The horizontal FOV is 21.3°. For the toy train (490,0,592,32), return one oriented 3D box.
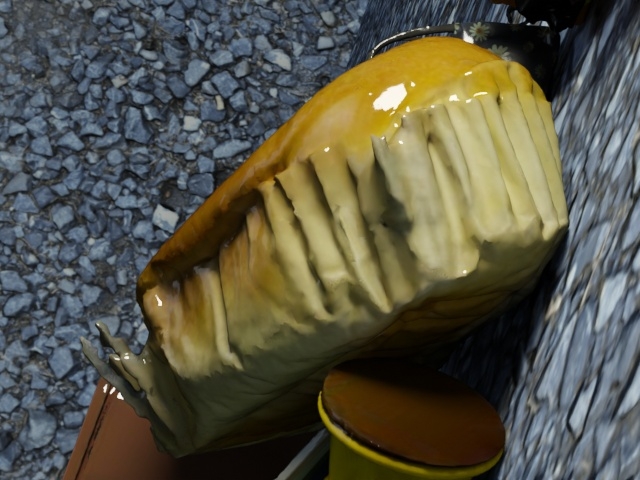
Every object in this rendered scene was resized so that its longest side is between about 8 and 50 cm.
[{"bbox_3d":[0.181,-0.230,1.196,0.127,0.089,0.219,-93,22,-52],"label":"toy train"}]

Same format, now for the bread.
[{"bbox_3d":[0.009,0.012,1.168,0.389,0.236,0.183,-36,68,43],"label":"bread"}]

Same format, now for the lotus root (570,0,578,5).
[{"bbox_3d":[0.187,-0.237,1.059,0.094,0.108,0.190,-40,-28,-36],"label":"lotus root"}]

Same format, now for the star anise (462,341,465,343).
[{"bbox_3d":[0.104,0.015,1.266,0.129,0.056,0.124,150,116,-70],"label":"star anise"}]

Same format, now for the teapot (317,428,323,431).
[{"bbox_3d":[0.018,0.165,1.571,0.088,0.057,0.066,144,145,-82],"label":"teapot"}]

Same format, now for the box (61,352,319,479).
[{"bbox_3d":[-0.123,0.296,1.463,0.239,0.229,0.339,93,-164,-78],"label":"box"}]

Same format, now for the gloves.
[{"bbox_3d":[0.021,0.230,1.084,0.133,0.116,0.294,-54,-18,-64],"label":"gloves"}]

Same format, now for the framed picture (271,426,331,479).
[{"bbox_3d":[0.020,0.153,1.146,0.149,0.109,0.011,-48,51,6],"label":"framed picture"}]

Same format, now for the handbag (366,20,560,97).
[{"bbox_3d":[0.102,-0.120,1.301,0.072,0.139,0.115,95,-167,-76],"label":"handbag"}]
